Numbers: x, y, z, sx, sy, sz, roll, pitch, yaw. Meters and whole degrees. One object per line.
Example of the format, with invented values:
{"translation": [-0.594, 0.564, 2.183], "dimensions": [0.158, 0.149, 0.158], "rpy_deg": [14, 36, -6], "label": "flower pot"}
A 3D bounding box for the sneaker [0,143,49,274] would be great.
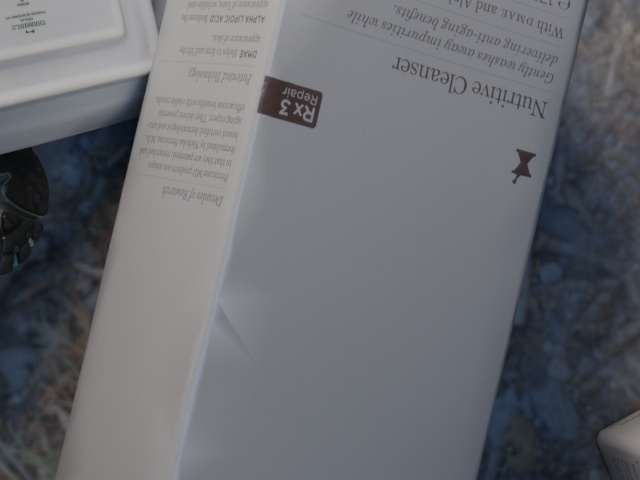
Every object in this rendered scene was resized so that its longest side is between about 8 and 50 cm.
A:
{"translation": [-0.272, -0.094, 1.062], "dimensions": [0.110, 0.122, 0.283], "rpy_deg": [-50, 125, -46], "label": "sneaker"}

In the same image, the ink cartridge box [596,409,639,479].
{"translation": [0.294, 0.193, 1.202], "dimensions": [0.100, 0.237, 0.172], "rpy_deg": [-27, 100, -14], "label": "ink cartridge box"}

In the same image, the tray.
{"translation": [-0.174, -0.125, 1.073], "dimensions": [0.270, 0.030, 0.145], "rpy_deg": [-22, 100, -55], "label": "tray"}

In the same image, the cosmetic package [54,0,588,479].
{"translation": [0.000, 0.000, 1.131], "dimensions": [0.217, 0.156, 0.385], "rpy_deg": [11, 89, -31], "label": "cosmetic package"}
